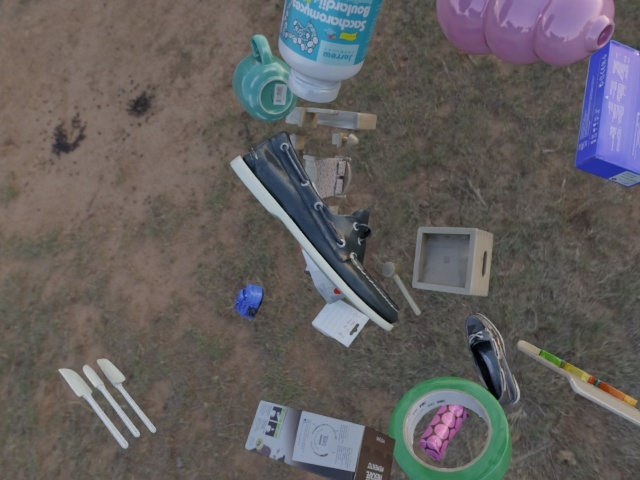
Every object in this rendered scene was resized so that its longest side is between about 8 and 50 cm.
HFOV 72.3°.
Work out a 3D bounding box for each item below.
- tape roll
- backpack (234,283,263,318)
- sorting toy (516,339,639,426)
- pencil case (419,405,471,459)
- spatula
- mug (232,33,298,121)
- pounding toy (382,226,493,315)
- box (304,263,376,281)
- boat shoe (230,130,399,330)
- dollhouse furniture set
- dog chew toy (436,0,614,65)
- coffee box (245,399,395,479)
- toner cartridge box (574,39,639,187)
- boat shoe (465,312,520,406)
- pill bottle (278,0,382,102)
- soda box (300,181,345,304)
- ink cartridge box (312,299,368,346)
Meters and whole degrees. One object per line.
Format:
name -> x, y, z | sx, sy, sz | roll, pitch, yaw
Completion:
tape roll -> 0.355, 0.537, 1.217 | 0.321, 0.077, 0.321 | -19, 33, 13
backpack -> -0.287, 0.240, 1.775 | 0.120, 0.101, 0.098 | -60, 26, 22
sorting toy -> 0.528, 0.279, 0.888 | 0.193, 0.208, 0.038 | 28, 96, -7
pencil case -> 0.420, 0.644, 1.489 | 0.095, 0.098, 0.209 | 13, 36, 43
spatula -> -0.502, 0.386, 1.063 | 0.242, 0.168, 0.019 | 43, 90, 13
mug -> -0.117, -0.325, 0.915 | 0.129, 0.157, 0.097 | -43, 44, 5
pounding toy -> 0.238, 0.067, 0.915 | 0.206, 0.094, 0.181 | 3, 85, 44
box -> 0.076, 0.141, 1.723 | 0.232, 0.183, 0.059 | -2, 63, 49
boat shoe -> 0.019, -0.021, 0.649 | 0.113, 0.127, 0.340 | -42, 85, 1
dollhouse furniture set -> 0.037, -0.207, 1.316 | 0.173, 0.303, 0.356 | 16, 109, 31
dog chew toy -> 0.367, -0.421, 0.793 | 0.206, 0.206, 0.332 | -44, 50, 6
coffee box -> 0.000, 0.472, 1.011 | 0.297, 0.168, 0.119 | -3, 58, 36
toner cartridge box -> 0.772, -0.327, 1.129 | 0.165, 0.075, 0.348 | 19, 75, -7
boat shoe -> 0.575, 0.397, 1.508 | 0.112, 0.095, 0.335 | -44, 46, 36
pill bottle -> 0.016, -0.356, 0.682 | 0.146, 0.264, 0.146 | 9, 46, -9
soda box -> 0.000, 0.000, 1.035 | 0.091, 0.098, 0.286 | -26, 53, 5
ink cartridge box -> 0.079, 0.314, 1.688 | 0.179, 0.045, 0.145 | 29, 67, 28
